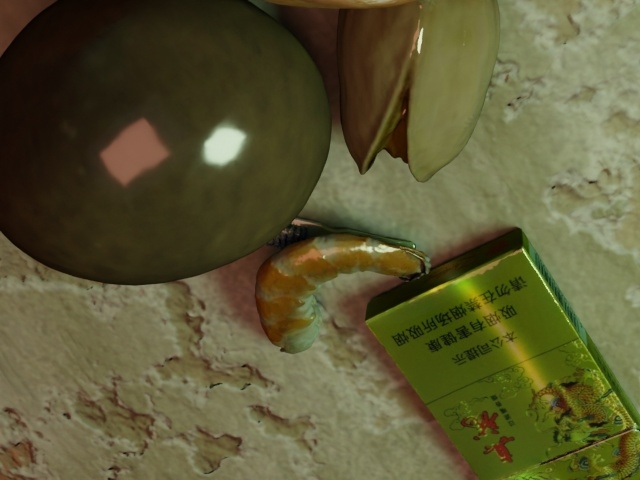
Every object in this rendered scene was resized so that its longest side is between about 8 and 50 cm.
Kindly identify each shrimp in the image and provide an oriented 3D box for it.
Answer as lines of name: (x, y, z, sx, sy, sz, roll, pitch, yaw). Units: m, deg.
shrimp: (0.021, 0.048, 1.061, 0.166, 0.049, 0.161, -6, 137, -2)

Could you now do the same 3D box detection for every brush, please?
brush: (0.000, 0.000, 1.054, 0.179, 0.030, 0.033, 12, 111, 2)

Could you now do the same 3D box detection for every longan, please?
longan: (-0.138, -0.081, 0.914, 0.300, 0.243, 0.300, 5, 157, 2)

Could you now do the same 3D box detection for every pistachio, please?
pistachio: (0.075, -0.139, 0.906, 0.130, 0.131, 0.206, 12, 125, 11)

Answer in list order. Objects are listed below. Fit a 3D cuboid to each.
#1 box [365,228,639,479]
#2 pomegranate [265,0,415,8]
box: (0.198, 0.149, 1.098, 0.173, 0.043, 0.311, -27, 113, 21)
pomegranate: (-0.010, -0.302, 0.696, 0.338, 0.338, 0.338, 4, 120, 7)
